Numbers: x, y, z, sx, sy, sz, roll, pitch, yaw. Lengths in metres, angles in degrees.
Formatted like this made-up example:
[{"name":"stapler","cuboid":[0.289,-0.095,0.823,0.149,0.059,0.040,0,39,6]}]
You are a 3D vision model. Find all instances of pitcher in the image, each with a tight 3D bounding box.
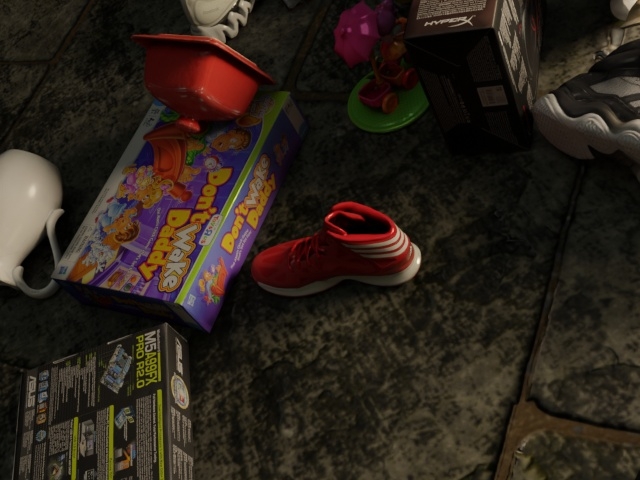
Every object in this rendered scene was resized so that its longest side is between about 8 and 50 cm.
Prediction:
[{"name":"pitcher","cuboid":[-0.443,-0.021,1.297,0.178,0.125,0.207,13,73,10]}]

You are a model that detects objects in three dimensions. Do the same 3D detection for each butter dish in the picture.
[{"name":"butter dish","cuboid":[-0.168,-0.204,1.178,0.160,0.160,0.118,12,85,32]}]

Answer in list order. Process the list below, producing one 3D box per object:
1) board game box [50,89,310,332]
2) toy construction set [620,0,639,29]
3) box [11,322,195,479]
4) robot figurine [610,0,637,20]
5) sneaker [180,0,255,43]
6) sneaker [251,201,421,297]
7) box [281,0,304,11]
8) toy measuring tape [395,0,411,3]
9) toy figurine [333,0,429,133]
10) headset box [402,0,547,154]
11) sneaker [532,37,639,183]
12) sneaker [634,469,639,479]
[{"name":"board game box","cuboid":[-0.190,-0.058,1.214,0.233,0.078,0.347,8,61,30]},{"name":"toy construction set","cuboid":[0.441,-0.180,0.826,0.309,0.257,0.237,20,50,34]},{"name":"box","cuboid":[-0.260,0.253,1.037,0.216,0.060,0.270,-20,51,11]},{"name":"robot figurine","cuboid":[0.400,-0.423,1.050,0.200,0.299,0.353,10,22,34]},{"name":"sneaker","cuboid":[-0.132,-0.463,1.454,0.110,0.118,0.292,17,64,36]},{"name":"sneaker","cuboid":[0.000,0.000,1.047,0.221,0.128,0.087,-9,54,20]},{"name":"box","cuboid":[-0.048,-0.428,1.420,0.067,0.018,0.083,-35,88,-2]},{"name":"toy measuring tape","cuboid":[0.185,-0.495,1.324,0.121,0.121,0.330,16,65,33]},{"name":"toy figurine","cuboid":[0.086,-0.260,1.172,0.130,0.159,0.173,31,73,38]},{"name":"headset box","cuboid":[0.207,-0.289,1.096,0.110,0.218,0.293,-1,58,25]},{"name":"sneaker","cuboid":[0.383,-0.144,0.981,0.153,0.101,0.269,-48,48,-9]},{"name":"sneaker","cuboid":[0.308,0.306,0.651,0.257,0.169,0.447,40,108,6]}]
